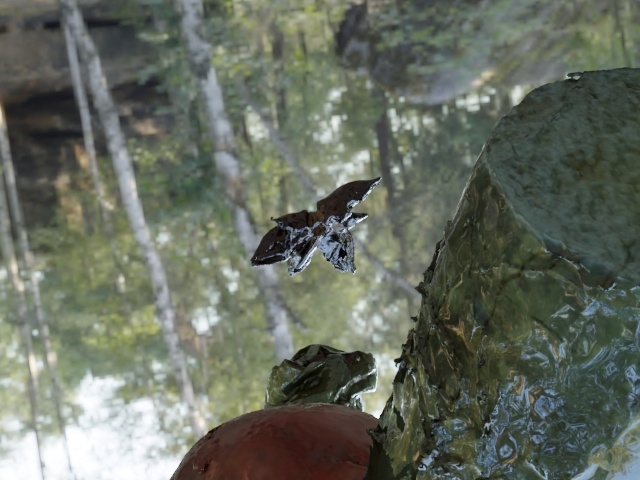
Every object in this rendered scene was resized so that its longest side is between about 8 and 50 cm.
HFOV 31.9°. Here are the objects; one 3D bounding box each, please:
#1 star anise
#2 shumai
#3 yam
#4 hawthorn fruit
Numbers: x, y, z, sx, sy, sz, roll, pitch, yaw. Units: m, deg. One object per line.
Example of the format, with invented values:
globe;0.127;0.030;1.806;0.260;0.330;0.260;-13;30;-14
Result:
star anise;-0.002;-0.002;1.576;0.212;0.157;0.053;-25;-130;-10
shumai;-0.023;0.238;1.436;0.189;0.218;0.256;5;171;-6
yam;0.171;0.080;0.706;0.241;0.348;0.241;14;-147;-9
hawthorn fruit;-0.028;0.250;0.899;0.276;0.276;0.307;-3;152;39
